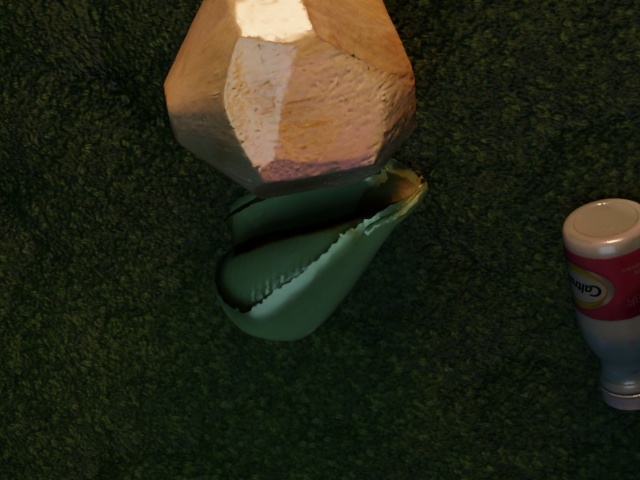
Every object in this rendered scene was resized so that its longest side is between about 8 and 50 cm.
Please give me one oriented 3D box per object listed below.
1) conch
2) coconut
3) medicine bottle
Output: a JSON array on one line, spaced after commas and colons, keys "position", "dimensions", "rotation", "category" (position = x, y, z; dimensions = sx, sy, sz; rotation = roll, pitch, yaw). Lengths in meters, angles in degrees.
[{"position": [-0.018, -0.007, 1.389], "dimensions": [0.137, 0.143, 0.250], "rotation": [8, 123, -41], "category": "conch"}, {"position": [-0.035, -0.149, 1.229], "dimensions": [0.237, 0.197, 0.237], "rotation": [-7, 119, -13], "category": "coconut"}, {"position": [0.303, 0.069, 1.351], "dimensions": [0.090, 0.090, 0.217], "rotation": [-4, 122, 20], "category": "medicine bottle"}]
